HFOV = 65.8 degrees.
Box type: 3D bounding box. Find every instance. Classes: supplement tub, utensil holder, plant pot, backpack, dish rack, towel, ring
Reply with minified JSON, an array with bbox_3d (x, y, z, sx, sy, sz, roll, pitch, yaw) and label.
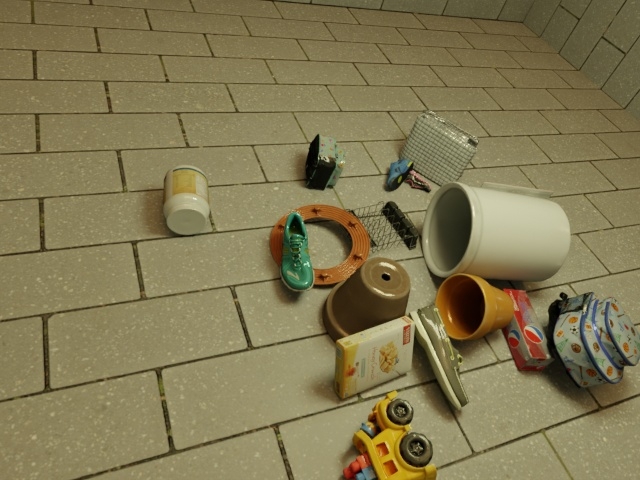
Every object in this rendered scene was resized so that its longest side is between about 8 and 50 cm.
[{"bbox_3d":[-0.434,-0.131,1.601,0.145,0.144,0.199,1,49,-17],"label":"supplement tub"},{"bbox_3d":[0.602,-0.017,1.717,0.386,0.327,0.327,7,47,-16],"label":"utensil holder"},{"bbox_3d":[0.160,0.174,1.458,0.263,0.229,0.262,10,46,-11],"label":"plant pot"},{"bbox_3d":[0.017,-0.309,1.899,0.145,0.165,0.188,4,51,-16],"label":"backpack"},{"bbox_3d":[0.204,-0.043,1.785,0.272,0.074,0.208,-14,53,-26],"label":"dish rack"},{"bbox_3d":[0.504,-0.386,2.086,0.284,0.235,0.121,35,42,14],"label":"towel"},{"bbox_3d":[0.843,0.316,1.521,0.276,0.213,0.263,51,53,0],"label":"backpack"},{"bbox_3d":[0.503,0.215,1.572,0.188,0.205,0.205,9,44,-33],"label":"plant pot"},{"bbox_3d":[0.000,0.000,1.656,0.337,0.032,0.336,2,54,-3],"label":"ring"}]

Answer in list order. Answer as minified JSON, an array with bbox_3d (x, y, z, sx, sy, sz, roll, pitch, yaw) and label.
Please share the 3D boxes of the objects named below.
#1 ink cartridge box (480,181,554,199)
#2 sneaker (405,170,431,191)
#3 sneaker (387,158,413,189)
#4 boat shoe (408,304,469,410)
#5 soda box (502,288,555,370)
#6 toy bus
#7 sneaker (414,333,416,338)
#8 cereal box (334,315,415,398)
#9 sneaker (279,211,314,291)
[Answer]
[{"bbox_3d":[0.684,-0.133,1.889,0.297,0.261,0.066,6,48,-13],"label":"ink cartridge box"},{"bbox_3d":[0.404,-0.233,2.049,0.119,0.047,0.057,39,83,4],"label":"sneaker"},{"bbox_3d":[0.309,-0.276,2.040,0.082,0.069,0.209,24,44,20],"label":"sneaker"},{"bbox_3d":[0.357,0.331,1.427,0.091,0.109,0.304,-21,67,-4],"label":"boat shoe"},{"bbox_3d":[0.657,0.288,1.616,0.092,0.083,0.263,6,47,-14],"label":"soda box"},{"bbox_3d":[0.149,0.514,1.217,0.212,0.149,0.220,-17,52,-11],"label":"toy bus"},{"bbox_3d":[0.335,0.288,1.541,0.135,0.052,0.058,37,38,6],"label":"sneaker"},{"bbox_3d":[0.151,0.320,1.360,0.240,0.172,0.047,-14,28,-27],"label":"cereal box"},{"bbox_3d":[-0.079,0.034,1.538,0.107,0.110,0.275,-6,56,-6],"label":"sneaker"}]
